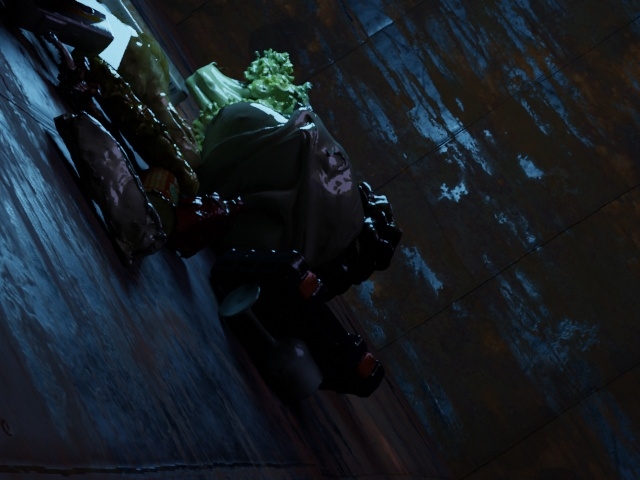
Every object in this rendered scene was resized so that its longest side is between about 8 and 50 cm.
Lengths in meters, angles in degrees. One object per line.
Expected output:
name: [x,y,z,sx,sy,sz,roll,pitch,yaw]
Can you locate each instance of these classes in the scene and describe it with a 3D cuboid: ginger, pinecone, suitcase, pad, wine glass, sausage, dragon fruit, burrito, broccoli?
ginger: [-0.336,-0.317,1.998,0.363,0.122,0.348,-104,173,-45]
pinecone: [-0.004,-0.004,2.297,0.298,0.296,0.242,7,-59,50]
suitcase: [-0.037,0.134,1.774,0.206,0.066,0.285,1,-46,49]
pad: [-0.407,-0.382,1.743,0.245,0.006,0.170,39,25,-22]
wine glass: [-0.072,0.160,1.697,0.195,0.079,0.079,55,4,-25]
sausage: [-0.233,-0.057,1.515,0.083,0.083,0.264,56,3,-15]
dragon fruit: [-0.182,-0.040,1.635,0.063,0.131,0.097,54,-5,25]
burrito: [-0.263,-0.072,1.358,0.058,0.063,0.229,-3,57,-53]
broccoli: [-0.203,-0.286,2.593,0.281,0.348,0.293,51,-41,-1]

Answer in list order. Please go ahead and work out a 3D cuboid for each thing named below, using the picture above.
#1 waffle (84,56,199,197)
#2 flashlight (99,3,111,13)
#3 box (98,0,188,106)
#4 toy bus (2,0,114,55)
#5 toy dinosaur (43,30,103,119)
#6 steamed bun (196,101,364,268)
waffle: [-0.280,-0.175,1.695,0.291,0.051,0.291,50,-8,9]
flashlight: [-0.412,-0.402,2.276,0.200,0.047,0.093,54,4,-10]
box: [-0.437,-0.492,2.631,0.365,0.051,0.204,56,5,-15]
toy bus: [-0.384,-0.329,1.620,0.172,0.057,0.072,13,44,-55]
toy dinosaur: [-0.352,-0.233,1.572,0.049,0.055,0.154,-108,173,-64]
steamed bun: [-0.098,-0.078,2.024,0.219,0.310,0.324,-50,135,-47]
